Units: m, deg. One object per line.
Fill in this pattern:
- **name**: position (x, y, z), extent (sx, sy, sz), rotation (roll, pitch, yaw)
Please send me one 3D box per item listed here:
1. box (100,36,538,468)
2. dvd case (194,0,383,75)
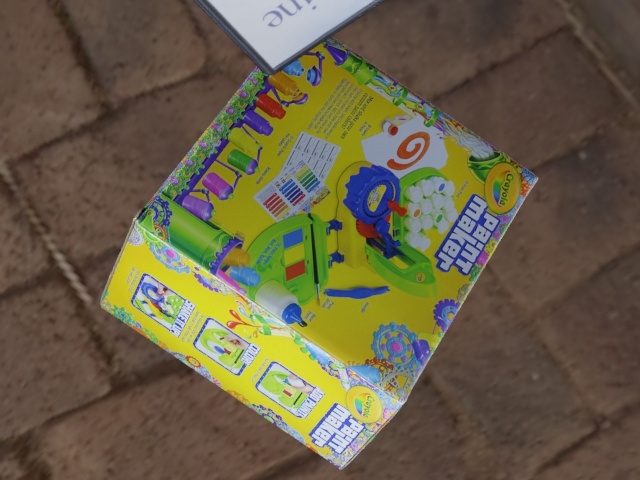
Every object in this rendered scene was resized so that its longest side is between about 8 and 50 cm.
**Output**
- **box**: position (0.000, 0.000, 1.433), extent (0.279, 0.177, 0.290), rotation (35, 57, 1)
- **dvd case**: position (-0.015, -0.200, 0.829), extent (0.180, 0.253, 0.022), rotation (-33, 56, 11)
